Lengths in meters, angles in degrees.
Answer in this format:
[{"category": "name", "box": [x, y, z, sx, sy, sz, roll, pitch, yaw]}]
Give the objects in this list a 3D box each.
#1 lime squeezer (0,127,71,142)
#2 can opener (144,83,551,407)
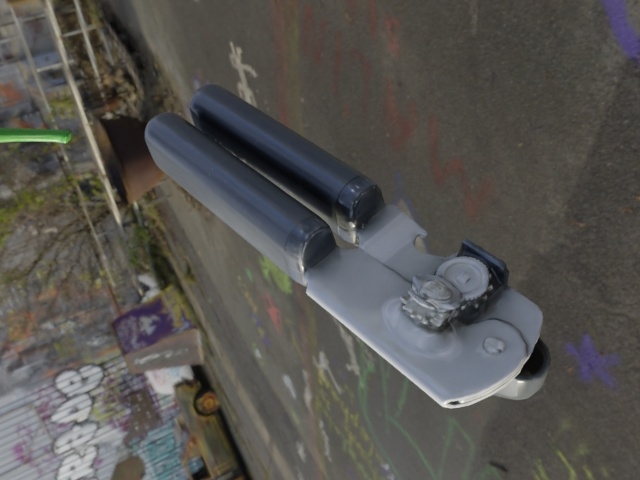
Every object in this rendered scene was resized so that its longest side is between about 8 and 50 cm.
[{"category": "lime squeezer", "box": [-0.480, -0.157, 0.821, 0.059, 0.310, 0.110, 111, 173, -48]}, {"category": "can opener", "box": [0.000, 0.000, 0.388, 0.280, 0.074, 0.093, 38, 154, 29]}]
